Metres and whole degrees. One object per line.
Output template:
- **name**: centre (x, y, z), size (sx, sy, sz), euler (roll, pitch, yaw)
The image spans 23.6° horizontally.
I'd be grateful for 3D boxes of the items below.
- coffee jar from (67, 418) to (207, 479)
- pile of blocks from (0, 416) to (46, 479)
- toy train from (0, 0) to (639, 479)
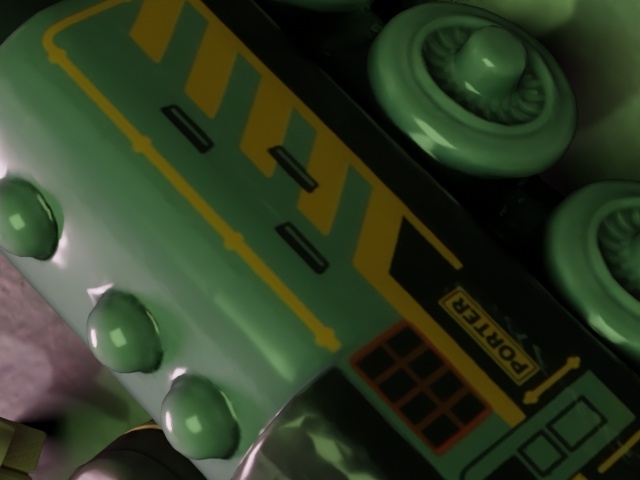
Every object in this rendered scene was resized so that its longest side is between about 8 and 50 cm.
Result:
- **coffee jar**: centre (-0.034, 0.097, 0.590), size (0.079, 0.184, 0.096), euler (43, 119, 9)
- **pile of blocks**: centre (-0.241, 0.198, 0.752), size (0.362, 0.112, 0.149), euler (-38, 44, 31)
- **toy train**: centre (0.000, 0.000, 0.523), size (0.334, 0.190, 0.142), euler (47, 138, 13)
